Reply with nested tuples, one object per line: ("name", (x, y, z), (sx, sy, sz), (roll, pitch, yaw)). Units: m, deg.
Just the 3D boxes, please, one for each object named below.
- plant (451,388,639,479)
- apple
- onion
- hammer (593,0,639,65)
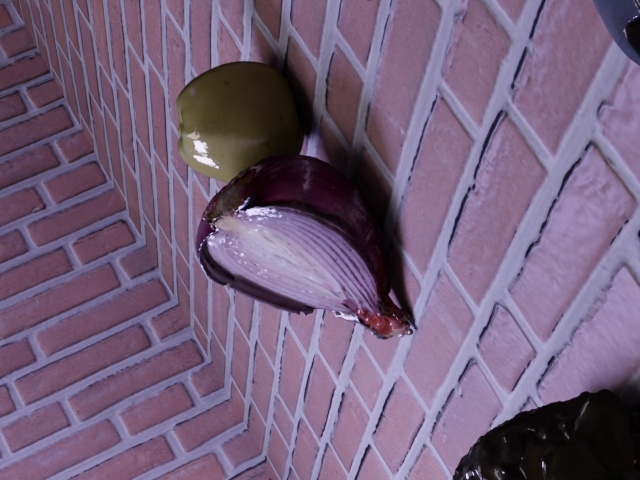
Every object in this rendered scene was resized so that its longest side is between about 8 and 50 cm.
("plant", (0.266, 0.265, 1.287), (0.215, 0.213, 0.312), (66, 161, 10))
("apple", (-0.118, -0.176, 1.887), (0.200, 0.200, 0.200), (55, 161, 30))
("onion", (0.000, 0.000, 1.829), (0.349, 0.159, 0.267), (35, 143, -27))
("hammer", (0.274, -0.202, 0.893), (0.137, 0.037, 0.290), (65, 164, 2))
